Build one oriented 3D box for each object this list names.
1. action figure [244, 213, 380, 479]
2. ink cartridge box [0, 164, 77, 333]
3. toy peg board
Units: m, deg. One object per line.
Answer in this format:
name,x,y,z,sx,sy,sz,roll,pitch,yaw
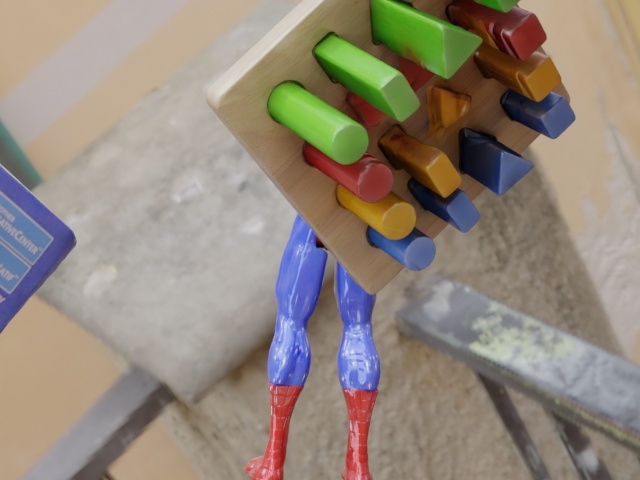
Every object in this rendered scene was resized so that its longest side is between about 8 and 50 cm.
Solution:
action figure,0.000,0.000,0.809,0.091,0.280,0.139,5,4,-9
ink cartridge box,-0.301,-0.063,0.621,0.395,0.270,0.151,26,73,42
toy peg board,0.057,-0.062,0.664,0.161,0.160,0.079,-44,37,-6
